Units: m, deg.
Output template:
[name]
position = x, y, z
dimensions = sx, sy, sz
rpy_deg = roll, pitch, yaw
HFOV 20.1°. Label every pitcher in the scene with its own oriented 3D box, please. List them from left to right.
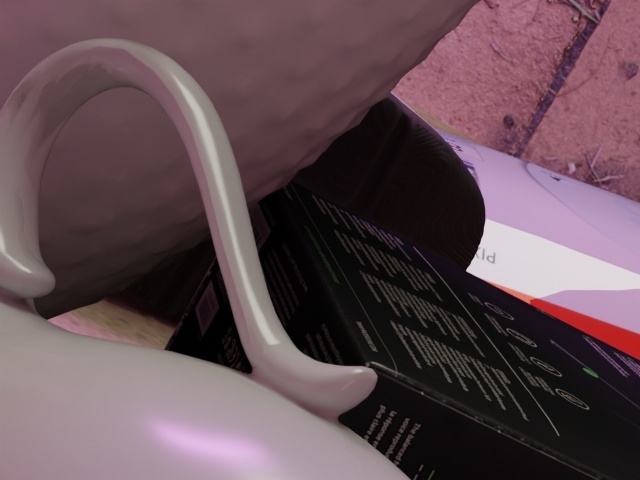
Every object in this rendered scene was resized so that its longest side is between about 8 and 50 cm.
[pitcher]
position = -0.041, 0.058, 0.451
dimensions = 0.207, 0.178, 0.125
rpy_deg = 34, 7, 32

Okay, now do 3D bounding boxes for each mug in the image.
[mug]
position = -0.105, -0.135, 0.600
dimensions = 0.276, 0.328, 0.374
rpy_deg = 48, 15, 17

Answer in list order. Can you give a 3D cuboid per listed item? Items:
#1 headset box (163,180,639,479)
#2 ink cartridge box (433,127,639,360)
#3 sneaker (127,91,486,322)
[headset box]
position = 0.086, 0.116, 0.650
dimensions = 0.283, 0.131, 0.246
rpy_deg = 26, 10, -15
[ink cartridge box]
position = 0.204, 0.029, 1.429
dimensions = 0.308, 0.091, 0.385
rpy_deg = 20, 14, -13
[sneaker]
position = -0.124, -0.105, 0.980
dimensions = 0.447, 0.169, 0.257
rpy_deg = 21, 22, -28
